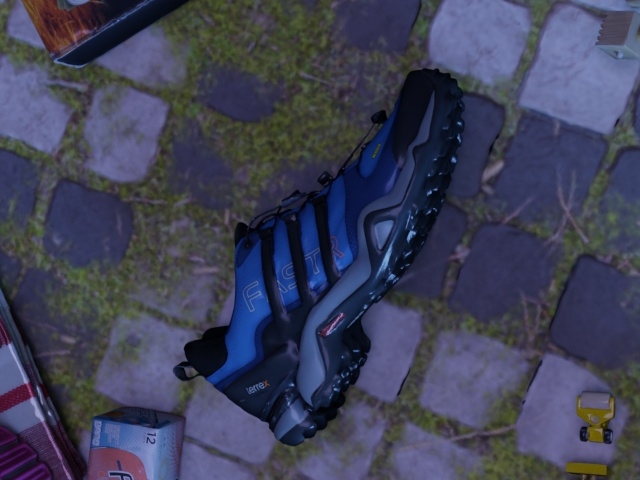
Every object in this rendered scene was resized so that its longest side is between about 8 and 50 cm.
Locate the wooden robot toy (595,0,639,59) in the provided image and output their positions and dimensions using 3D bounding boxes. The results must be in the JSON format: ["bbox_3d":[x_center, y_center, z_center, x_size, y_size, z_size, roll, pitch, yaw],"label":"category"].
[{"bbox_3d":[0.216,-0.217,1.036,0.079,0.076,0.173,7,95,49],"label":"wooden robot toy"}]

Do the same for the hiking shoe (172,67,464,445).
[{"bbox_3d":[0.000,0.000,1.060,0.132,0.113,0.304,28,98,11],"label":"hiking shoe"}]

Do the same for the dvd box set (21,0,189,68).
[{"bbox_3d":[-0.170,-0.392,1.117,0.307,0.062,0.420,-28,85,13],"label":"dvd box set"}]

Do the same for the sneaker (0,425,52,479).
[{"bbox_3d":[-0.302,0.183,1.120,0.111,0.103,0.252,-46,73,16],"label":"sneaker"}]

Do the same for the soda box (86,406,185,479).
[{"bbox_3d":[-0.152,0.227,1.133,0.058,0.063,0.183,7,94,15],"label":"soda box"}]

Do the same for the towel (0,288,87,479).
[{"bbox_3d":[-0.358,0.099,1.196,0.237,0.037,0.329,-26,85,14],"label":"towel"}]

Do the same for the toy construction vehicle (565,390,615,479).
[{"bbox_3d":[0.225,0.159,1.054,0.085,0.035,0.098,-3,89,25],"label":"toy construction vehicle"}]
